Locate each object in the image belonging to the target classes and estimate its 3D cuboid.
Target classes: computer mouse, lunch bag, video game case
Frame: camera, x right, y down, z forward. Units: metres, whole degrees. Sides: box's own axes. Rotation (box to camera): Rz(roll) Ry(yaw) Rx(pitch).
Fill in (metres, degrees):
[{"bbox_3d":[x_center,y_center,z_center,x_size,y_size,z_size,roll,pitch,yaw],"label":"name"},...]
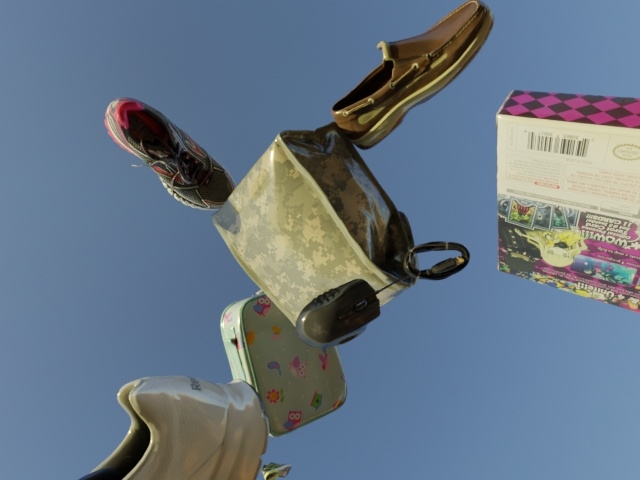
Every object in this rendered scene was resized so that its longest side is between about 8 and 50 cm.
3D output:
[{"bbox_3d":[0.080,0.066,0.538,0.242,0.041,0.071,-28,-87,-1],"label":"computer mouse"},{"bbox_3d":[0.000,0.000,0.682,0.168,0.235,0.287,-27,-99,-48],"label":"lunch bag"},{"bbox_3d":[-0.078,0.228,0.862,0.223,0.107,0.280,-11,-97,-36],"label":"lunch bag"},{"bbox_3d":[0.262,-0.013,0.342,0.042,0.232,0.210,-54,-38,-24],"label":"video game case"}]

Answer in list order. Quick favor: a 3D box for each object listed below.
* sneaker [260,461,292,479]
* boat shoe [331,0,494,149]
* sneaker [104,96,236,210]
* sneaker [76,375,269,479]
[{"bbox_3d":[-0.098,0.507,0.955,0.083,0.035,0.031,19,-82,-49],"label":"sneaker"},{"bbox_3d":[0.121,-0.244,0.605,0.095,0.095,0.257,36,-71,-32],"label":"boat shoe"},{"bbox_3d":[-0.291,-0.160,0.860,0.299,0.112,0.121,38,-101,-30],"label":"sneaker"},{"bbox_3d":[-0.149,0.243,0.324,0.129,0.111,0.297,31,-115,-35],"label":"sneaker"}]
